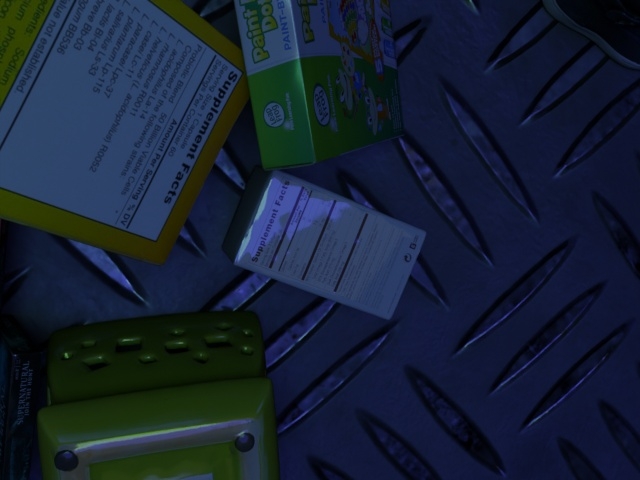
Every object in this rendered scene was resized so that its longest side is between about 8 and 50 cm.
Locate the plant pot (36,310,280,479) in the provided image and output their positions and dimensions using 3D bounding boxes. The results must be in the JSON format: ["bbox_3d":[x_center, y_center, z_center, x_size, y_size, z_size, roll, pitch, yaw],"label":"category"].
[{"bbox_3d":[-0.150,0.209,0.594,0.228,0.207,0.227,-4,100,-14],"label":"plant pot"}]

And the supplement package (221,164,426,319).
[{"bbox_3d":[0.000,0.000,0.655,0.179,0.105,0.105,22,93,-17],"label":"supplement package"}]

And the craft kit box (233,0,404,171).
[{"bbox_3d":[0.005,-0.206,0.565,0.061,0.247,0.249,-3,104,28],"label":"craft kit box"}]

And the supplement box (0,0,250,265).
[{"bbox_3d":[-0.248,-0.141,0.429,0.357,0.195,0.194,27,91,-54],"label":"supplement box"}]

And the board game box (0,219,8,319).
[{"bbox_3d":[-0.360,0.093,0.529,0.145,0.027,0.281,5,93,-11],"label":"board game box"}]

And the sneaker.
[{"bbox_3d":[0.391,-0.262,0.695,0.226,0.163,0.086,15,93,-19],"label":"sneaker"}]

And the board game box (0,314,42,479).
[{"bbox_3d":[-0.305,0.177,0.587,0.026,0.126,0.186,3,98,-39],"label":"board game box"}]
